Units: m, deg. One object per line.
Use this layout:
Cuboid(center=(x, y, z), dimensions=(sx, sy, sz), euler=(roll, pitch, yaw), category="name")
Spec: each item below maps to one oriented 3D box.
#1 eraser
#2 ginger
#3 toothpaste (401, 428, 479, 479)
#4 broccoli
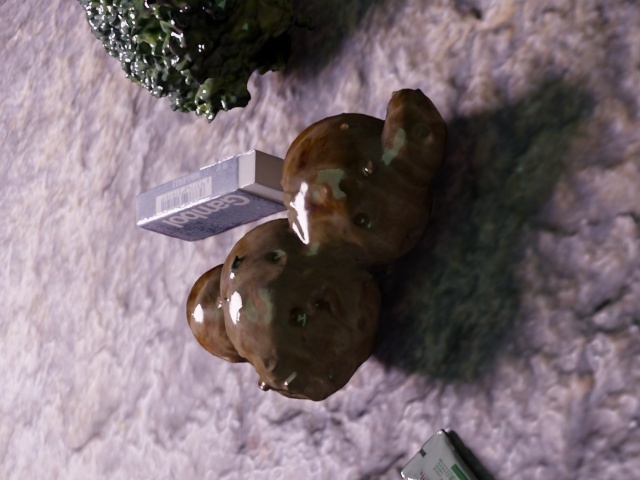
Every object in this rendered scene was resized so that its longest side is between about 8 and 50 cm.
Cuboid(center=(-0.120, -0.050, 1.554), dimensions=(0.212, 0.092, 0.046), euler=(-18, 65, 42), category="eraser")
Cuboid(center=(0.000, 0.000, 1.361), dimensions=(0.375, 0.176, 0.256), euler=(-57, 30, 17), category="ginger")
Cuboid(center=(0.149, 0.263, 1.223), dimensions=(0.064, 0.041, 0.218), euler=(-50, 44, 8), category="toothpaste")
Cuboid(center=(-0.140, -0.306, 1.573), dimensions=(0.281, 0.348, 0.293), euler=(-43, 87, -10), category="broccoli")
